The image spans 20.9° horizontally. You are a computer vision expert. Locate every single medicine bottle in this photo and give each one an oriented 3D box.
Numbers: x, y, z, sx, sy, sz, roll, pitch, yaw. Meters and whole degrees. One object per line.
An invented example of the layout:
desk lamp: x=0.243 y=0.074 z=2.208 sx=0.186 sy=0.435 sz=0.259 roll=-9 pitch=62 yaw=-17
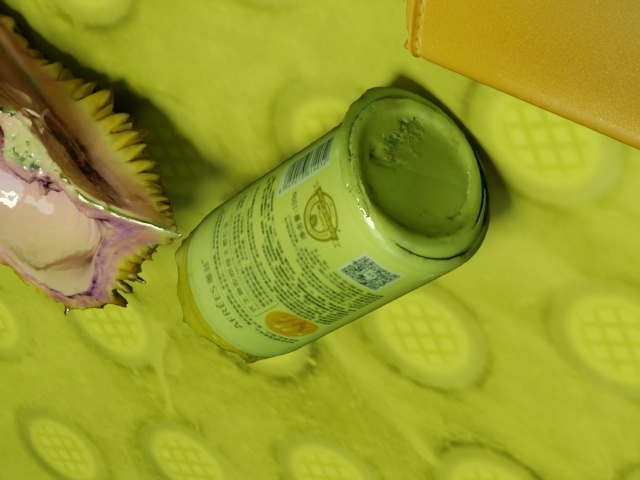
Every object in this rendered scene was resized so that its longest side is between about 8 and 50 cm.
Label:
medicine bottle: x=0.000 y=0.000 z=1.148 sx=0.124 sy=0.124 sz=0.239 roll=48 pitch=142 yaw=-9

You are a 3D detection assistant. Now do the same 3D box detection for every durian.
durian: x=-0.222 y=-0.084 z=1.262 sx=0.341 sy=0.112 sz=0.191 roll=42 pitch=151 yaw=11

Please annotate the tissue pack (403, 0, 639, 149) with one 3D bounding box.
tissue pack: x=0.199 y=-0.130 z=0.801 sx=0.274 sy=0.194 sz=0.145 roll=25 pitch=139 yaw=19
